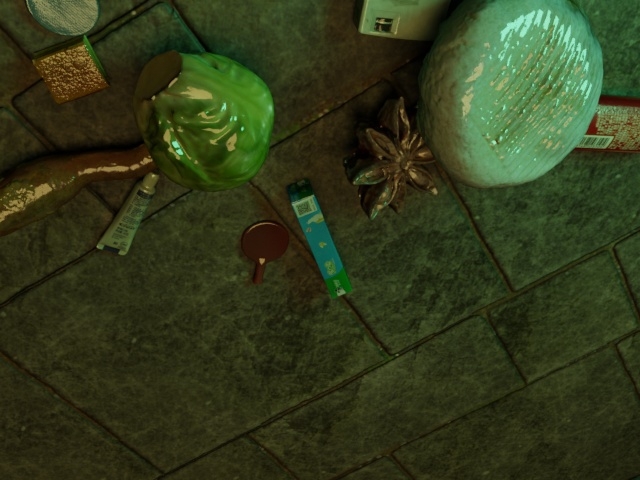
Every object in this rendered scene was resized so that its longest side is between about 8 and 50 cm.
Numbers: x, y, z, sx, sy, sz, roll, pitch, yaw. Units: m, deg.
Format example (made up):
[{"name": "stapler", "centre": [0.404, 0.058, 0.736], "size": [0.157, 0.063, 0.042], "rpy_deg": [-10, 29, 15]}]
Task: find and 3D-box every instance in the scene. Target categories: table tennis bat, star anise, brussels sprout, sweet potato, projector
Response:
[{"name": "table tennis bat", "centre": [-0.118, 0.026, 1.474], "size": [0.098, 0.019, 0.154], "rpy_deg": [4, 123, -15]}, {"name": "star anise", "centre": [0.131, -0.159, 1.335], "size": [0.223, 0.109, 0.236], "rpy_deg": [0, 115, -40]}, {"name": "brussels sprout", "centre": [-0.192, -0.197, 1.182], "size": [0.244, 0.244, 0.244], "rpy_deg": [-6, 127, -8]}, {"name": "table tennis bat", "centre": [-0.420, -0.379, 1.108], "size": [0.155, 0.019, 0.100], "rpy_deg": [23, 119, -28]}, {"name": "sweet potato", "centre": [-0.462, -0.102, 1.256], "size": [0.385, 0.109, 0.109], "rpy_deg": [-24, 128, -9]}, {"name": "projector", "centre": [0.137, -0.399, 1.182], "size": [0.147, 0.061, 0.115], "rpy_deg": [2, 124, -13]}]

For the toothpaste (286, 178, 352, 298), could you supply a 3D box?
[{"name": "toothpaste", "centre": [0.000, 0.000, 1.451], "size": [0.050, 0.065, 0.266], "rpy_deg": [-22, 127, 1]}]

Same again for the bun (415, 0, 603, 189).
[{"name": "bun", "centre": [0.305, -0.264, 1.201], "size": [0.362, 0.211, 0.362], "rpy_deg": [-18, 129, -23]}]

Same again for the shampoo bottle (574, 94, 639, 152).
[{"name": "shampoo bottle", "centre": [0.593, -0.227, 1.397], "size": [0.314, 0.076, 0.118], "rpy_deg": [0, 125, -12]}]

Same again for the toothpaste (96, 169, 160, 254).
[{"name": "toothpaste", "centre": [-0.359, -0.052, 1.354], "size": [0.062, 0.037, 0.216], "rpy_deg": [21, 123, -25]}]

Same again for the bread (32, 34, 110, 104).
[{"name": "bread", "centre": [-0.408, -0.279, 1.174], "size": [0.094, 0.035, 0.090], "rpy_deg": [-19, 128, 2]}]
